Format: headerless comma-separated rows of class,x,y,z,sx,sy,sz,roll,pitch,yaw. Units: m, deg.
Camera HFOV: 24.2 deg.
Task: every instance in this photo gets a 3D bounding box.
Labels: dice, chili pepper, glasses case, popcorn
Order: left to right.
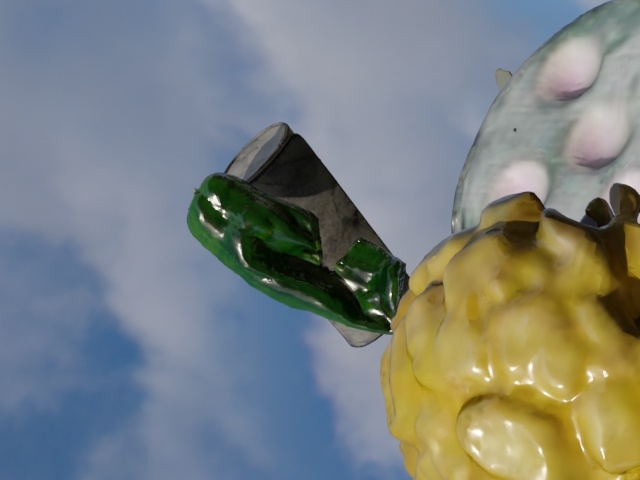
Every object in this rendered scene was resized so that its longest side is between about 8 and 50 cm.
chili pepper,-0.027,0.018,1.543,0.253,0.099,0.083,27,-172,2
glasses case,0.000,0.000,1.747,0.060,0.114,0.299,31,165,51
popcorn,0.144,0.077,0.721,0.250,0.250,0.190,26,-99,-33
dice,0.357,-0.024,1.466,0.328,0.348,0.330,33,-105,-35

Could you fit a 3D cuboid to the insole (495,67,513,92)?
insole,0.237,-0.110,1.704,0.004,0.064,0.188,-28,-71,-16
